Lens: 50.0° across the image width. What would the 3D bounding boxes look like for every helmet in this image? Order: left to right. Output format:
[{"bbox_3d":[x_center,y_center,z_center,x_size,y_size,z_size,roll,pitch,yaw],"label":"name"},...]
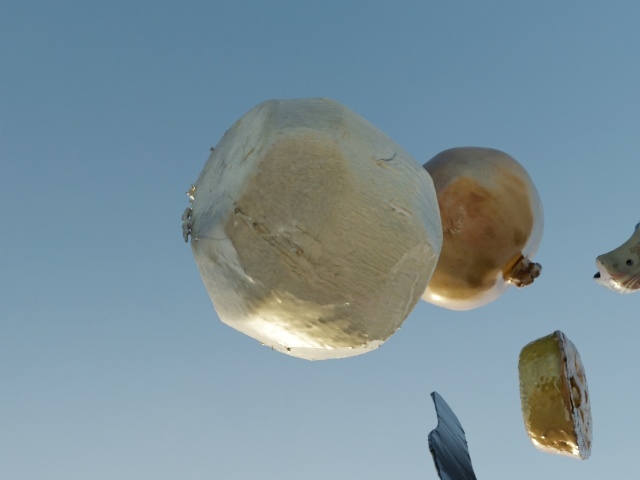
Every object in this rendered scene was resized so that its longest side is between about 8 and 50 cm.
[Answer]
[{"bbox_3d":[0.680,0.055,1.479,0.153,0.107,0.177,-42,-33,-5],"label":"helmet"}]

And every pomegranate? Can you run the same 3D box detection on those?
[{"bbox_3d":[0.354,-0.014,1.654,0.411,0.411,0.412,-8,-64,-17],"label":"pomegranate"}]

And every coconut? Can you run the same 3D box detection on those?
[{"bbox_3d":[0.000,0.000,0.959,0.360,0.346,0.346,33,-81,-27],"label":"coconut"}]

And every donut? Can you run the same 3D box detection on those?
[{"bbox_3d":[0.484,0.319,1.419,0.108,0.278,0.278,-10,-56,26],"label":"donut"}]

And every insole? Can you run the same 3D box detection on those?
[{"bbox_3d":[0.190,0.300,0.990,0.009,0.348,0.119,-38,-89,10],"label":"insole"}]
